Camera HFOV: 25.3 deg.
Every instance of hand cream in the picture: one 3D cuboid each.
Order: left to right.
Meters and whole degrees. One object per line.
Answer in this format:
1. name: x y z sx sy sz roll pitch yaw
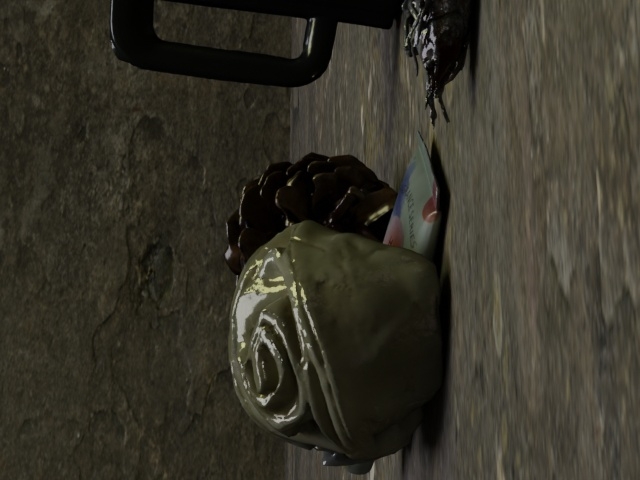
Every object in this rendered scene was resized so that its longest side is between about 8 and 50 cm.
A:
1. hand cream: 0.061 0.075 1.302 0.124 0.078 0.340 -97 15 -60

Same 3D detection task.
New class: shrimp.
1. shrimp: 0.090 -0.166 1.101 0.065 0.057 0.165 173 109 -70

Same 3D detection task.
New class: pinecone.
1. pinecone: 0.001 0.005 1.447 0.204 0.179 0.184 11 121 69

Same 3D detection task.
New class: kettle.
1. kettle: -0.067 -0.321 1.546 0.203 0.308 0.262 -94 8 -59

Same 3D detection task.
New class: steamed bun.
1. steamed bun: -0.005 0.100 1.215 0.218 0.144 0.211 25 122 40
